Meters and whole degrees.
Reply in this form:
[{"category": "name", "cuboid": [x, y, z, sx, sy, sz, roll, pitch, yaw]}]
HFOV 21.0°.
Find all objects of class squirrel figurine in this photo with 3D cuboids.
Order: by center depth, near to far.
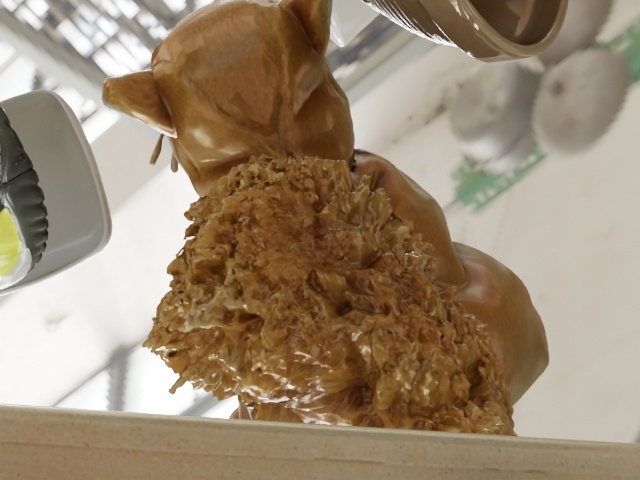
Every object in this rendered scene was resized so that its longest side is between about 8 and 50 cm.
[{"category": "squirrel figurine", "cuboid": [0.000, 0.000, 1.280, 0.397, 0.281, 0.370, -104, -8, -75]}]

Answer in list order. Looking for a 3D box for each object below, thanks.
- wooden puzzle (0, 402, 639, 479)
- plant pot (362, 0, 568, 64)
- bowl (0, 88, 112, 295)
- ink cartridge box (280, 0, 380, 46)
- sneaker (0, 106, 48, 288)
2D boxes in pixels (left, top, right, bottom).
[{"category": "wooden puzzle", "cuboid": [0.010, 0.204, 0.502, 0.348, 0.080, 0.322, 8, -114, -23]}, {"category": "plant pot", "cuboid": [0.078, -0.234, 1.228, 0.237, 0.110, 0.237, 24, -119, -52]}, {"category": "bowl", "cuboid": [-0.232, -0.033, 1.336, 0.053, 0.142, 0.142, 16, -126, -77]}, {"category": "ink cartridge box", "cuboid": [0.030, -0.364, 1.832, 0.171, 0.233, 0.168, 39, 167, 32]}, {"category": "sneaker", "cuboid": [-0.299, -0.077, 1.150, 0.145, 0.147, 0.384, 37, 161, 31]}]
